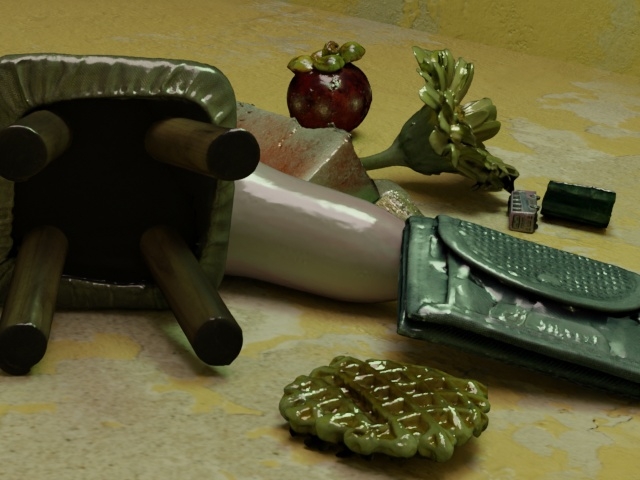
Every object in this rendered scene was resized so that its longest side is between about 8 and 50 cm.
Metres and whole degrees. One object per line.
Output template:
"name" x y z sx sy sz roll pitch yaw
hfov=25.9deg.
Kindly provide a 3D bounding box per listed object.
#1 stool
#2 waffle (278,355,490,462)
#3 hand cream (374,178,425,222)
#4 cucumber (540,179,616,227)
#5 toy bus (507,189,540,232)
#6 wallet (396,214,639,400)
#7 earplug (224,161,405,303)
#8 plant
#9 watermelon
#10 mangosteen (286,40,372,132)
"stool" -0.227 -0.033 1.526 0.310 0.310 0.226 -1 20 -16
"waffle" 0.068 0.169 1.424 0.214 0.054 0.208 7 20 20
"hand cream" 0.131 -0.012 1.995 0.084 0.084 0.203 -4 29 -32
"cucumber" 0.418 -0.058 2.247 0.115 0.062 0.116 14 -1 15
"toy bus" 0.324 -0.047 2.222 0.052 0.037 0.131 4 19 7
"wallet" 0.261 0.069 1.643 0.342 0.075 0.237 16 31 -4
"earplug" 0.000 0.000 1.772 0.301 0.172 0.172 16 19 10
"plant" 0.199 -0.153 2.291 0.297 0.306 0.261 -37 45 -10
"watermelon" -0.070 -0.104 2.011 0.224 0.180 0.305 10 9 -45
"mangosteen" 0.015 -0.285 2.601 0.166 0.180 0.166 -1 19 1
